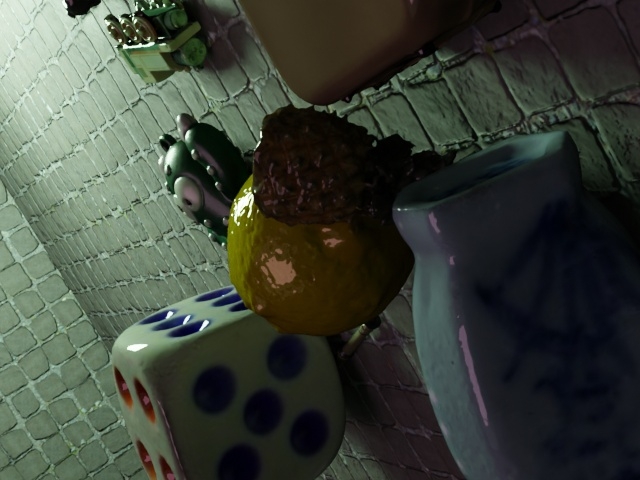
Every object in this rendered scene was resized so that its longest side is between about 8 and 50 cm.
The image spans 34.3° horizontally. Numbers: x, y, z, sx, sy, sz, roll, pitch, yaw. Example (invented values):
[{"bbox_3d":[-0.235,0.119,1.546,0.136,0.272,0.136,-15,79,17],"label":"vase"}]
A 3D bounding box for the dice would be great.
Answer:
[{"bbox_3d":[-0.148,0.253,1.690,0.277,0.304,0.304,8,116,62],"label":"dice"}]

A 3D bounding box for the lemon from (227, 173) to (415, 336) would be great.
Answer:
[{"bbox_3d":[0.000,0.000,1.227,0.233,0.233,0.288,58,167,-4],"label":"lemon"}]

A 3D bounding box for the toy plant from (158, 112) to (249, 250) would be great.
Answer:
[{"bbox_3d":[-0.162,-0.078,1.587,0.243,0.112,0.232,54,152,-9],"label":"toy plant"}]

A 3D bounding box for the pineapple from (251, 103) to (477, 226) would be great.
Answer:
[{"bbox_3d":[0.060,-0.066,1.044,0.248,0.128,0.128,8,144,4],"label":"pineapple"}]

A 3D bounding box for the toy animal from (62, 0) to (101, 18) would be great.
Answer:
[{"bbox_3d":[-0.391,-0.473,1.530,0.168,0.106,0.343,46,162,5],"label":"toy animal"}]

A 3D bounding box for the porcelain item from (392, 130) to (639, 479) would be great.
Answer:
[{"bbox_3d":[0.217,0.115,0.959,0.178,0.243,0.405,-122,8,-78],"label":"porcelain item"}]

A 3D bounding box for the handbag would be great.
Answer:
[{"bbox_3d":[0.020,-0.282,0.933,0.283,0.149,0.302,56,159,-6],"label":"handbag"}]

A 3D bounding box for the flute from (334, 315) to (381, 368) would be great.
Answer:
[{"bbox_3d":[0.050,0.158,1.593,0.027,0.027,0.233,52,156,10],"label":"flute"}]

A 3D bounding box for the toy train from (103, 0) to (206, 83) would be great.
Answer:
[{"bbox_3d":[-0.233,-0.291,1.499,0.194,0.081,0.125,13,142,55],"label":"toy train"}]
